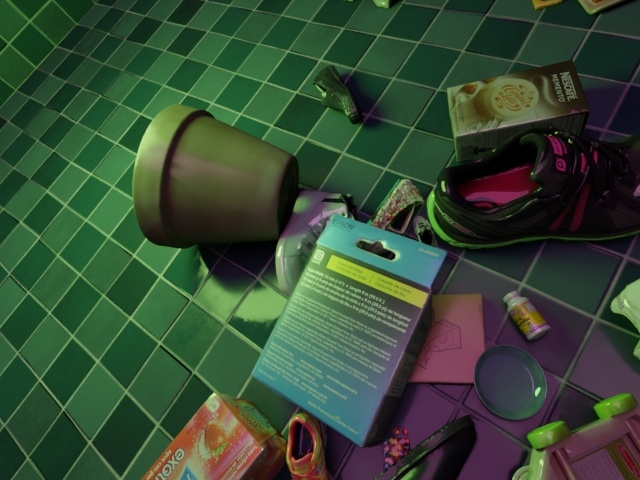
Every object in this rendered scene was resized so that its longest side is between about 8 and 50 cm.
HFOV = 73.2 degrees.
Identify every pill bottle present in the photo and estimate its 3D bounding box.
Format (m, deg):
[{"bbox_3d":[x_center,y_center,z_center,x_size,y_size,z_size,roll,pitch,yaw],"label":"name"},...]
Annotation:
[{"bbox_3d":[0.360,0.131,0.760,0.043,0.043,0.083,-31,58,4],"label":"pill bottle"}]

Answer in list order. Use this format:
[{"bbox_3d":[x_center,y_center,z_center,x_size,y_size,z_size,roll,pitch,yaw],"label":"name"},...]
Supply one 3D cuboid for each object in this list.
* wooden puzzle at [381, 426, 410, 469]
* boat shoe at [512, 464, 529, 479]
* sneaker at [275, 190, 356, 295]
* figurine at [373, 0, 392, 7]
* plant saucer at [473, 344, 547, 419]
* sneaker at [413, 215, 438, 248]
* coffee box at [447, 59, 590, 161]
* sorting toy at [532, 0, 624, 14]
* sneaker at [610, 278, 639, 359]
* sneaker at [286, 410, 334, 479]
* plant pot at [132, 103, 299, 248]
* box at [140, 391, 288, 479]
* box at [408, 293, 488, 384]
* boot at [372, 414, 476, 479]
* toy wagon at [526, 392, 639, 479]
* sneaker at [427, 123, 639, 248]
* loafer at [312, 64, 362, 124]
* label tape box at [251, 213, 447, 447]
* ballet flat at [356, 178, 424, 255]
[{"bbox_3d":[0.132,0.370,0.750,0.049,0.006,0.084,-9,62,16],"label":"wooden puzzle"},{"bbox_3d":[0.332,0.450,0.593,0.095,0.079,0.255,-22,62,7],"label":"boat shoe"},{"bbox_3d":[0.000,-0.001,0.927,0.150,0.094,0.256,1,63,28],"label":"sneaker"},{"bbox_3d":[0.183,-0.798,1.264,0.214,0.092,0.210,29,74,29],"label":"figurine"},{"bbox_3d":[0.315,0.237,0.724,0.119,0.021,0.120,-1,66,2],"label":"plant saucer"},{"bbox_3d":[0.212,-0.020,0.875,0.038,0.069,0.098,-23,59,8],"label":"sneaker"},{"bbox_3d":[0.403,-0.268,0.907,0.246,0.098,0.141,-8,63,17],"label":"coffee box"},{"bbox_3d":[0.683,-0.635,1.012,0.347,0.047,0.196,-20,60,11],"label":"sorting toy"},{"bbox_3d":[0.577,0.174,0.633,0.114,0.152,0.305,-24,71,-37],"label":"sneaker"},{"bbox_3d":[-0.024,0.401,0.743,0.081,0.094,0.209,-18,62,10],"label":"sneaker"},{"bbox_3d":[-0.205,-0.122,0.974,0.280,0.323,0.324,11,68,7],"label":"plant pot"},{"bbox_3d":[-0.208,0.441,0.761,0.142,0.154,0.300,35,80,30],"label":"box"},{"bbox_3d":[0.203,0.183,0.807,0.201,0.021,0.165,-4,64,18],"label":"box"},{"bbox_3d":[0.192,0.421,0.653,0.246,0.094,0.207,-36,62,-4],"label":"boot"},{"bbox_3d":[0.449,0.349,0.569,0.343,0.068,0.268,-15,63,-13],"label":"toy wagon"},{"bbox_3d":[0.431,-0.101,0.754,0.481,0.202,0.186,-15,62,14],"label":"sneaker"},{"bbox_3d":[0.042,-0.366,1.110,0.078,0.076,0.223,-32,54,10],"label":"loafer"},{"bbox_3d":[0.062,0.152,0.800,0.249,0.115,0.348,21,78,32],"label":"label tape box"},{"bbox_3d":[0.132,-0.024,0.904,0.077,0.091,0.241,37,85,8],"label":"ballet flat"}]
